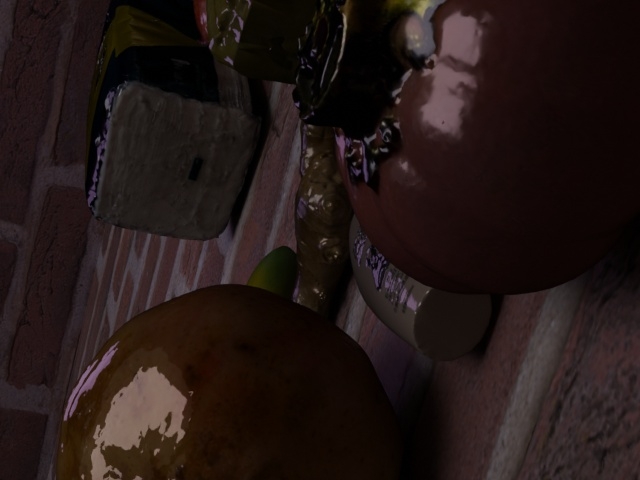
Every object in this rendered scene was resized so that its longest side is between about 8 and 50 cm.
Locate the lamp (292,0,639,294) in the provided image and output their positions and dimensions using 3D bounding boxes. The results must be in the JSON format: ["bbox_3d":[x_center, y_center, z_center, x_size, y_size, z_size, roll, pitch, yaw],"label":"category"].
[{"bbox_3d":[0.106,-0.114,0.793,0.305,0.239,0.305,-170,90,-71],"label":"lamp"}]

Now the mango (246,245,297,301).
[{"bbox_3d":[-0.072,0.127,1.417,0.137,0.091,0.237,-70,-9,-81],"label":"mango"}]

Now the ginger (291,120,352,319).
[{"bbox_3d":[0.000,0.000,1.318,0.148,0.081,0.334,-130,44,-62],"label":"ginger"}]

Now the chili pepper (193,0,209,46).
[{"bbox_3d":[-0.059,-0.399,1.577,0.251,0.229,0.305,-133,45,-65],"label":"chili pepper"}]

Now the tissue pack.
[{"bbox_3d":[-0.256,-0.227,1.963,0.416,0.253,0.264,-103,29,-55],"label":"tissue pack"}]

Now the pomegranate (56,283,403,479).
[{"bbox_3d":[-0.077,0.202,1.102,0.338,0.338,0.338,-169,90,-72],"label":"pomegranate"}]

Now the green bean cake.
[{"bbox_3d":[0.015,-0.260,1.175,0.233,0.236,0.124,118,153,-48],"label":"green bean cake"}]

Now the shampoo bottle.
[{"bbox_3d":[0.079,0.017,1.065,0.257,0.078,0.127,-121,44,-66],"label":"shampoo bottle"}]
